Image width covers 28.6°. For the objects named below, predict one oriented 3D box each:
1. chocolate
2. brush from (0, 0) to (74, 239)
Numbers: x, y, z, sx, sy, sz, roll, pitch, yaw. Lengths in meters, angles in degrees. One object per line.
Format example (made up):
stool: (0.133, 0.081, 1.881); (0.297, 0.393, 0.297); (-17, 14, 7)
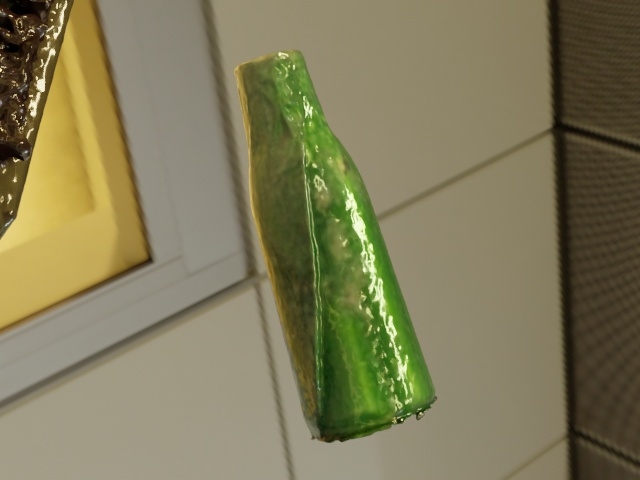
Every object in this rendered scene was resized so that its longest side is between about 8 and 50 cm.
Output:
chocolate: (0.000, 0.000, 0.948); (0.110, 0.110, 0.291); (-18, -92, 58)
brush: (-0.116, -0.010, 0.397); (0.036, 0.043, 0.248); (134, -31, -73)
